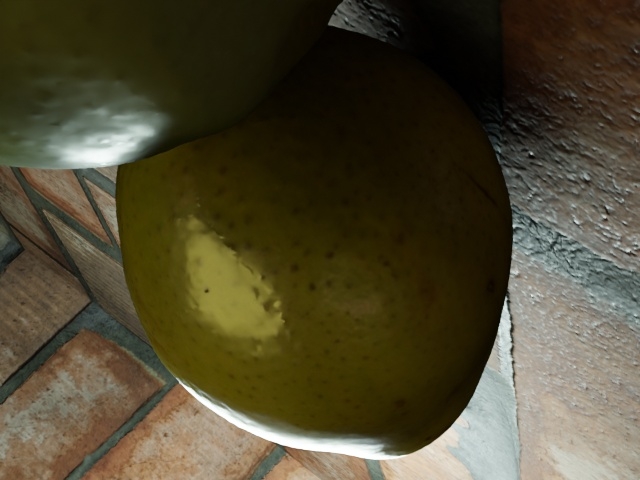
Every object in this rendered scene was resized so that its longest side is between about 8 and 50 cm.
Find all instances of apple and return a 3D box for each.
[{"bbox_3d":[-0.192,-0.265,0.721,0.473,0.473,0.474,38,158,19],"label":"apple"}]

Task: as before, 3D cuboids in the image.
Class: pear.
[{"bbox_3d":[0.000,0.000,0.977,0.362,0.362,0.418,12,147,55],"label":"pear"}]
